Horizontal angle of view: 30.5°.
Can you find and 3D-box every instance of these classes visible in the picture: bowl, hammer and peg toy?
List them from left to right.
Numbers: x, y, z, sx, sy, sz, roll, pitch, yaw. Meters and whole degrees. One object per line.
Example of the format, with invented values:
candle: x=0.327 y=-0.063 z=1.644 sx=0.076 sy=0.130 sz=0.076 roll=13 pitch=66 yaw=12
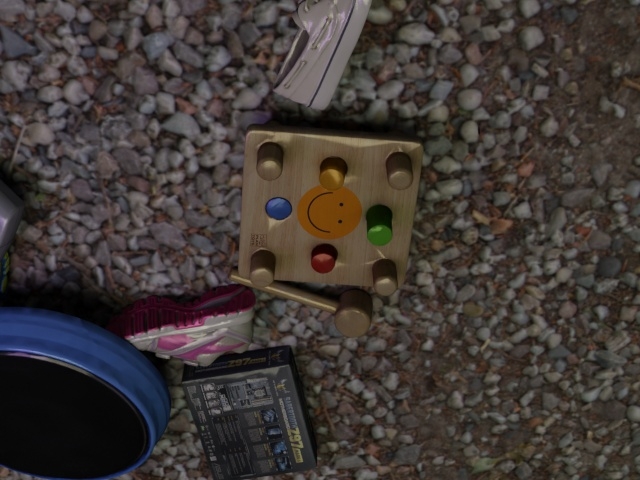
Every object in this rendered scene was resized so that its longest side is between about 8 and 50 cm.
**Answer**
bowl: x=-0.438 y=0.259 z=1.871 sx=0.391 sy=0.077 sz=0.391 roll=5 pitch=137 yaw=5
hammer and peg toy: x=0.000 y=0.000 z=1.732 sx=0.266 sy=0.127 sz=0.361 roll=5 pitch=123 yaw=-3

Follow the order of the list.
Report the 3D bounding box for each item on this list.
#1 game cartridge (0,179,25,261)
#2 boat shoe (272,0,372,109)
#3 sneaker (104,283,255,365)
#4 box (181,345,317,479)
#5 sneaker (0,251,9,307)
game cartridge: x=-0.578 y=-0.002 z=1.744 sx=0.198 sy=0.062 sz=0.297 roll=46 pitch=114 yaw=1
boat shoe: x=0.006 y=-0.299 z=1.567 sx=0.088 sy=0.096 sz=0.267 roll=13 pitch=130 yaw=-14
sneaker: x=-0.217 y=0.153 z=1.847 sx=0.252 sy=0.103 sz=0.111 roll=-8 pitch=121 yaw=6
box: x=-0.115 y=0.294 z=1.963 sx=0.184 sy=0.059 sz=0.232 roll=-10 pitch=121 yaw=7
sneaker: x=-0.534 y=0.077 z=1.829 sx=0.078 sy=0.067 sz=0.188 roll=21 pitch=122 yaw=7
